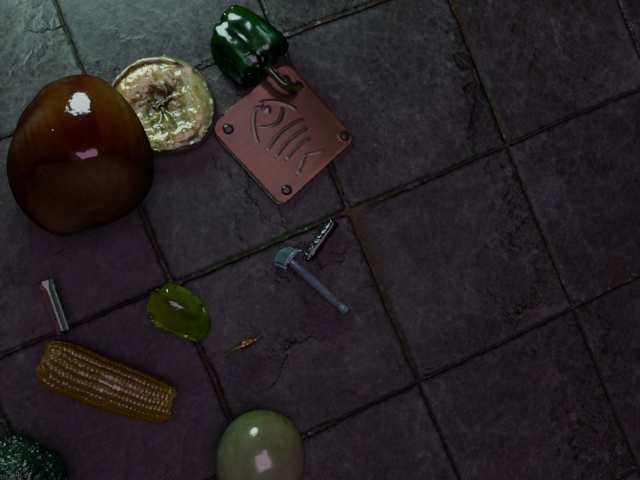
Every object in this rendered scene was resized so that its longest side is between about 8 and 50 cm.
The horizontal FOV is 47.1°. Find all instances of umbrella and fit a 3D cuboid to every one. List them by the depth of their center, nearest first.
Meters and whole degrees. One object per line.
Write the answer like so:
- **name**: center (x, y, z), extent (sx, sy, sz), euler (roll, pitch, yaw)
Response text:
- **umbrella**: center (-0.001, -0.001, 1.942), extent (0.036, 0.031, 0.133), euler (33, 81, 18)

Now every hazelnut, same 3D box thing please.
- **hazelnut**: center (-0.557, -0.192, 1.698), extent (0.366, 0.366, 0.365), euler (0, 88, -11)

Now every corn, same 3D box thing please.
- **corn**: center (-0.513, 0.347, 1.780), extent (0.345, 0.131, 0.131), euler (22, 84, -10)

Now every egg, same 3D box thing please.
- **egg**: center (-0.151, 0.562, 1.795), extent (0.218, 0.218, 0.295), euler (9, 95, -11)

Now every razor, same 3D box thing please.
- **razor**: center (-0.015, 0.112, 1.913), extent (0.232, 0.106, 0.068), euler (44, 81, -16)

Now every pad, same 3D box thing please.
- **pad**: center (-0.099, -0.282, 1.943), extent (0.286, 0.018, 0.284), euler (-43, 95, -11)

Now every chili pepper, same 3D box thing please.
- **chili pepper**: center (-0.152, -0.472, 1.865), extent (0.261, 0.165, 0.174), euler (40, 73, 1)

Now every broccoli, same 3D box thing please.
- **broccoli**: center (-0.730, 0.590, 1.686), extent (0.298, 0.297, 0.297), euler (27, 121, -9)

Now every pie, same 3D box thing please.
- **pie**: center (-0.401, -0.338, 1.865), extent (0.274, 0.055, 0.274), euler (1, 87, -11)

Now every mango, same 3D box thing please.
- **mango**: center (-0.350, 0.179, 1.834), extent (0.178, 0.100, 0.119), euler (40, 117, -15)

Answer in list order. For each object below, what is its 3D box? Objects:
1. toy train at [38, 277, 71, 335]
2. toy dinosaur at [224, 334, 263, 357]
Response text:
- **toy train**: center (-0.645, 0.162, 1.788), extent (0.038, 0.071, 0.148), euler (-19, 92, -12)
- **toy dinosaur**: center (-0.199, 0.270, 1.888), extent (0.113, 0.041, 0.026), euler (-26, 96, -6)
